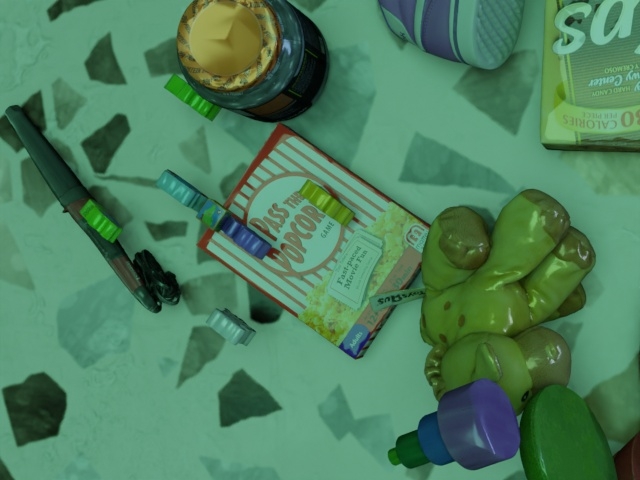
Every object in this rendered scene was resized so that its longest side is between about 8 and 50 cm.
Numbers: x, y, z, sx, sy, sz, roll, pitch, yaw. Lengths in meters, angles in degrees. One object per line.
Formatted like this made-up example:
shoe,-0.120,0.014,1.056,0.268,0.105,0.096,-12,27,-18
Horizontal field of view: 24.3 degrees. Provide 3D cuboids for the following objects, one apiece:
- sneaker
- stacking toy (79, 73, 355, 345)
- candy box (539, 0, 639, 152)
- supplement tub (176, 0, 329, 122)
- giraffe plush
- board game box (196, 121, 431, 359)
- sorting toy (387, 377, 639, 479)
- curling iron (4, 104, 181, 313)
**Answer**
sneaker,0.116,-0.310,1.354,0.161,0.102,0.282,26,111,42
stacking toy,-0.102,-0.027,1.408,0.221,0.052,0.167,38,94,12
candy box,0.300,-0.239,1.355,0.182,0.087,0.317,2,89,13
supplement tub,-0.063,-0.174,1.374,0.117,0.190,0.117,0,89,11
giraffe plush,0.153,0.083,1.307,0.210,0.181,0.170,-27,43,16
board game box,0.000,0.000,1.433,0.193,0.045,0.147,34,96,10
sorting toy,0.186,0.208,1.280,0.126,0.365,0.127,-25,55,33
curling iron,-0.233,-0.030,1.478,0.035,0.068,0.274,-45,76,9
